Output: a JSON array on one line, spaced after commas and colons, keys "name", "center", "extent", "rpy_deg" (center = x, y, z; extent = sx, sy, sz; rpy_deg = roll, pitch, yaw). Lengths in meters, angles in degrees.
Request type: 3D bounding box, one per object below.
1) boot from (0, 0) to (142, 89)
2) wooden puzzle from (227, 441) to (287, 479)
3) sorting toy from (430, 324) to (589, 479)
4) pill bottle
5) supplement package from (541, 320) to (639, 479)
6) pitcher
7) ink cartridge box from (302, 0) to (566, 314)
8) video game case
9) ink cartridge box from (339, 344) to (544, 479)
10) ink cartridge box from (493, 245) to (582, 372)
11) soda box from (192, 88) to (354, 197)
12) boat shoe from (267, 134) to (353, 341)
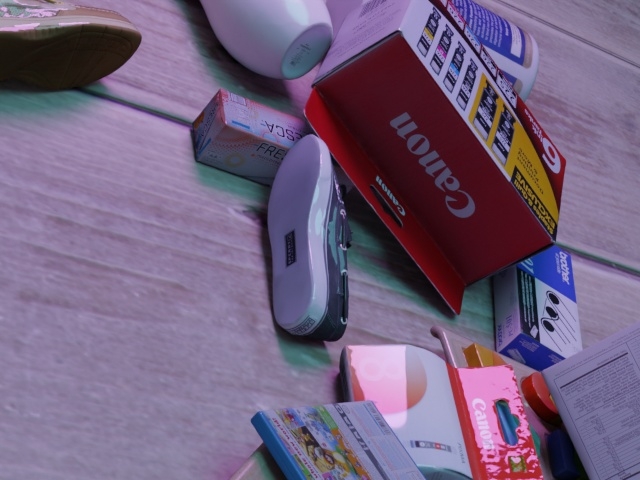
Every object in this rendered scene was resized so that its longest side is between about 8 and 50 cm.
[{"name": "boot", "center": [-0.320, -0.248, 1.314], "extent": [0.262, 0.095, 0.203], "rpy_deg": [-10, 58, -45]}, {"name": "wooden puzzle", "center": [0.012, 0.331, 1.012], "extent": [0.322, 0.080, 0.348], "rpy_deg": [44, 28, 3]}, {"name": "sorting toy", "center": [0.213, 0.184, 1.370], "extent": [0.193, 0.038, 0.208], "rpy_deg": [26, 30, -37]}, {"name": "pill bottle", "center": [0.140, -0.257, 1.729], "extent": [0.264, 0.153, 0.153], "rpy_deg": [25, 37, -24]}, {"name": "supplement package", "center": [0.384, 0.225, 1.329], "extent": [0.199, 0.198, 0.263], "rpy_deg": [39, 25, -54]}, {"name": "pitcher", "center": [-0.071, -0.281, 1.590], "extent": [0.207, 0.125, 0.178], "rpy_deg": [44, 16, 24]}, {"name": "ink cartridge box", "center": [0.140, -0.115, 1.516], "extent": [0.309, 0.130, 0.272], "rpy_deg": [51, 30, -19]}, {"name": "video game case", "center": [0.025, 0.189, 1.126], "extent": [0.166, 0.015, 0.119], "rpy_deg": [5, 44, -54]}, {"name": "ink cartridge box", "center": [0.115, 0.165, 1.262], "extent": [0.179, 0.045, 0.145], "rpy_deg": [-2, 46, -8]}, {"name": "ink cartridge box", "center": [0.254, 0.073, 1.569], "extent": [0.097, 0.046, 0.207], "rpy_deg": [31, 34, -18]}, {"name": "soda box", "center": [-0.046, -0.098, 1.443], "extent": [0.183, 0.063, 0.058], "rpy_deg": [19, 42, -31]}, {"name": "boat shoe", "center": [0.000, 0.000, 1.352], "extent": [0.076, 0.080, 0.228], "rpy_deg": [28, 45, -37]}]
